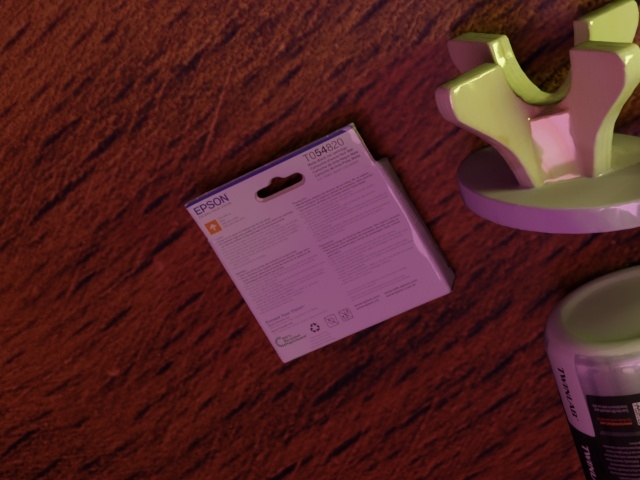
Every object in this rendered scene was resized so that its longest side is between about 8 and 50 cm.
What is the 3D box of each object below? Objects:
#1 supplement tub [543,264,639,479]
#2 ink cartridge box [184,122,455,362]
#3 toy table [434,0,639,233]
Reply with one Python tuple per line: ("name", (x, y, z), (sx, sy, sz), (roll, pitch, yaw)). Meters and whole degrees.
("supplement tub", (0.366, 0.201, 1.757), (0.193, 0.193, 0.316), (-12, 114, 17))
("ink cartridge box", (0.000, 0.000, 1.807), (0.223, 0.045, 0.224), (-24, 110, 21))
("toy table", (0.231, -0.119, 1.602), (0.274, 0.252, 0.161), (5, 119, 44))
